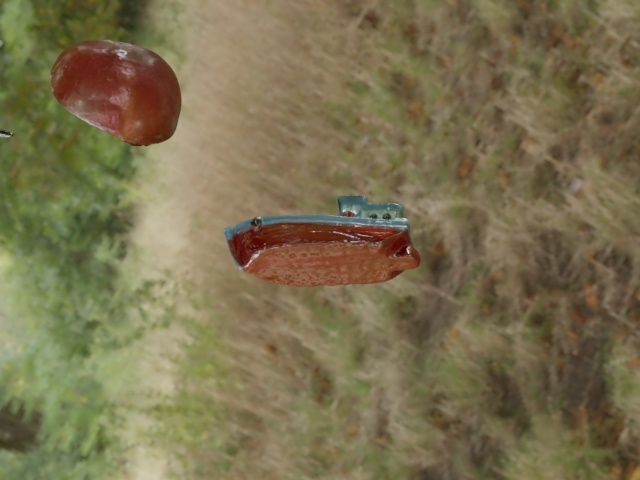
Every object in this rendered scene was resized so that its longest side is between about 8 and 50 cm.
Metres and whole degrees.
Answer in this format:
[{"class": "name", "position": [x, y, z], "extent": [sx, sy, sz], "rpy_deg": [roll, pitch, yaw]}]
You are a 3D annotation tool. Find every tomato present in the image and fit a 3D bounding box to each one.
[{"class": "tomato", "position": [-0.214, -0.174, 1.371], "extent": [0.155, 0.155, 0.069], "rpy_deg": [-92, 26, -60]}]

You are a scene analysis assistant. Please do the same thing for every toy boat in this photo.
[{"class": "toy boat", "position": [0.000, 0.000, 1.084], "extent": [0.069, 0.172, 0.059], "rpy_deg": [75, -164, -48]}]

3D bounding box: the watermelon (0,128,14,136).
[{"class": "watermelon", "position": [-0.371, -0.133, 1.070], "extent": [0.188, 0.188, 0.214], "rpy_deg": [-58, -20, 9]}]
